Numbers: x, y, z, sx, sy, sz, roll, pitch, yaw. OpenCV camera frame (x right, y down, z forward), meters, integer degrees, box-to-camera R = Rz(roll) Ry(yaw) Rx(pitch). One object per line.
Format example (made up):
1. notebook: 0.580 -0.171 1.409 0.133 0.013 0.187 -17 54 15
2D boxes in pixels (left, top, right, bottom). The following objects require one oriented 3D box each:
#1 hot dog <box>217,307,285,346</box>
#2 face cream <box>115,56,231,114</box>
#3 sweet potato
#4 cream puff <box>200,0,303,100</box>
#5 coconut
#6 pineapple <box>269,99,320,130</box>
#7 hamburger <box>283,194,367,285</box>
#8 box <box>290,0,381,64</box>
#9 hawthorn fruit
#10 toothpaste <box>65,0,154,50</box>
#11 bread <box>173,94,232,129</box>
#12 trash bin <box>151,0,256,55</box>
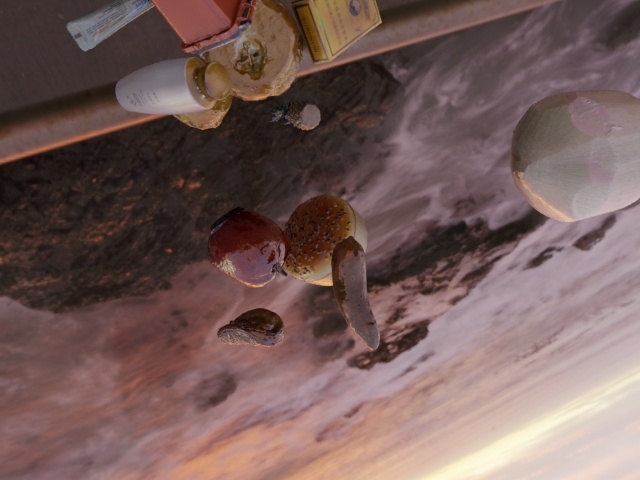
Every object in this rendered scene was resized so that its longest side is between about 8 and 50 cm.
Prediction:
1. hot dog: -0.144 0.181 1.045 0.147 0.065 0.099 -2 -165 33
2. face cream: -0.199 -0.202 0.677 0.051 0.182 0.072 -56 136 -38
3. sweet potato: 0.084 0.134 1.282 0.097 0.292 0.097 -11 -179 0
4. cream puff: -0.222 -0.603 1.575 0.342 0.231 0.327 13 113 -12
5. coconut: 0.412 -0.140 0.824 0.233 0.224 0.224 -3 148 -12
6. pineapple: -0.108 -0.512 2.038 0.125 0.251 0.125 -17 116 -37
7. hamburger: 0.000 0.000 1.565 0.300 0.300 0.176 -41 132 24
8. box: 0.059 -0.712 1.597 0.301 0.084 0.193 -47 130 -31
9. hawthorn fruit: -0.181 0.024 1.380 0.215 0.249 0.215 -49 155 -32
10. toothpaste: -0.442 -0.517 1.142 0.255 0.067 0.037 -35 -163 -7
11. bread: -0.456 -0.535 1.891 0.268 0.269 0.145 -2 159 -42
12. trash bin: -0.259 -0.529 1.055 0.184 0.161 0.238 -6 151 28
